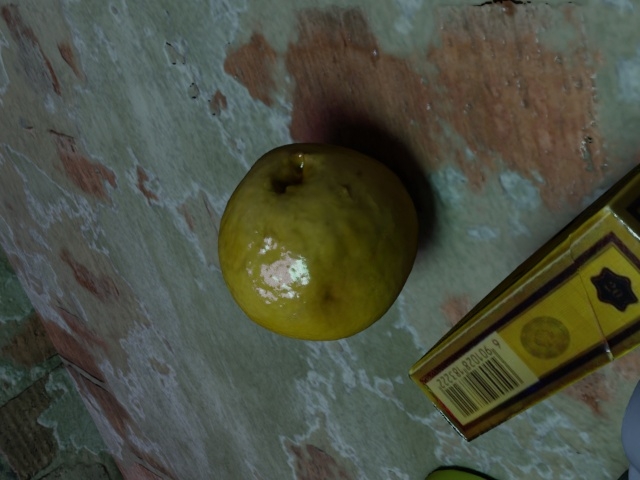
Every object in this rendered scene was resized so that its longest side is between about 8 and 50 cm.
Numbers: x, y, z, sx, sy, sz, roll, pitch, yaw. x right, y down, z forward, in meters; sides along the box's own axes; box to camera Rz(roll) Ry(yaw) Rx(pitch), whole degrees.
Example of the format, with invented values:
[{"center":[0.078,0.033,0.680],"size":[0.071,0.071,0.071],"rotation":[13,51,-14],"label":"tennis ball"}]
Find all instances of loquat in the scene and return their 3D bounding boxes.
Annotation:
[{"center":[0.000,0.000,0.907],"size":[0.208,0.208,0.208],"rotation":[34,144,29],"label":"loquat"}]

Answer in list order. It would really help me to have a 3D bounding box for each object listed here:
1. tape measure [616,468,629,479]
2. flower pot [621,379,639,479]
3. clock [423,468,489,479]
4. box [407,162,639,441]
[{"center":[0.293,0.282,0.822],"size":[0.107,0.182,0.181],"rotation":[42,136,23],"label":"tape measure"},{"center":[0.349,0.150,0.578],"size":[0.243,0.265,0.265],"rotation":[31,145,53],"label":"flower pot"},{"center":[0.228,0.428,1.159],"size":[0.293,0.071,0.277],"rotation":[-15,109,57],"label":"clock"},{"center":[0.206,0.027,0.667],"size":[0.084,0.193,0.301],"rotation":[47,148,8],"label":"box"}]
